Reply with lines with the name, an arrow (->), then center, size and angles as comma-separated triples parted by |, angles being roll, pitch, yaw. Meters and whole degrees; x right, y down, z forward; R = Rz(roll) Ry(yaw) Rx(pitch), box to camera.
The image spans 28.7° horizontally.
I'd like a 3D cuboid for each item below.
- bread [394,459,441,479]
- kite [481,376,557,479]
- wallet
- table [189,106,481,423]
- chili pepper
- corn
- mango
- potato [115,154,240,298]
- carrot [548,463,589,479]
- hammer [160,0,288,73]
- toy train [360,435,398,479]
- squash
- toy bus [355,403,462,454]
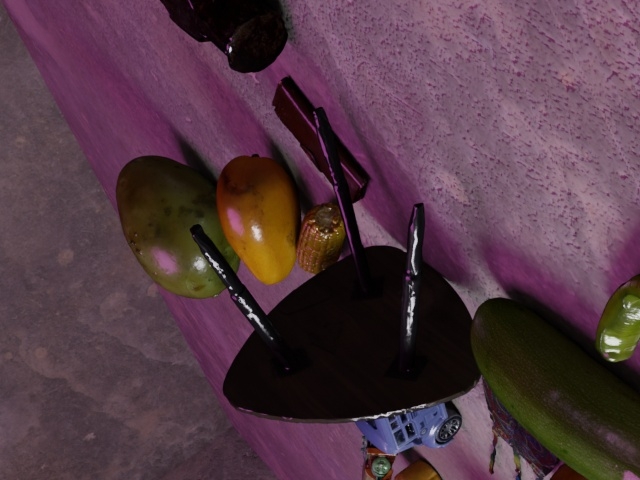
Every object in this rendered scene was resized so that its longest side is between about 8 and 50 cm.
bread -> 0.188, 0.469, 2.266 | 0.149, 0.073, 0.122 | 60, 167, -18
kite -> 0.270, 0.293, 1.730 | 0.152, 0.015, 0.285 | 50, 163, 29
wallet -> -0.003, -0.125, 1.630 | 0.176, 0.026, 0.095 | 52, 164, 9
table -> 0.001, 0.036, 1.440 | 0.317, 0.317, 0.249 | 38, 152, 48
chili pepper -> 0.280, 0.061, 1.101 | 0.052, 0.050, 0.202 | 35, 165, 9
corn -> 0.000, 0.000, 1.822 | 0.068, 0.068, 0.207 | 52, 166, 12
mango -> -0.088, -0.028, 1.883 | 0.112, 0.145, 0.219 | 5, 129, 23
potato -> -0.263, -0.030, 2.333 | 0.304, 0.216, 0.216 | 59, 171, 34
carrot -> 0.279, 0.407, 1.553 | 0.159, 0.225, 0.159 | 45, 160, 21
hammer -> -0.151, -0.398, 1.415 | 0.242, 0.095, 0.409 | 45, 157, 33
toy train -> 0.108, 0.409, 2.293 | 0.176, 0.074, 0.118 | 95, 178, -68
squash -> 0.277, 0.181, 1.271 | 0.395, 0.107, 0.107 | 39, 159, 45
toy bus -> 0.105, 0.211, 1.825 | 0.125, 0.133, 0.292 | 42, 161, 40
